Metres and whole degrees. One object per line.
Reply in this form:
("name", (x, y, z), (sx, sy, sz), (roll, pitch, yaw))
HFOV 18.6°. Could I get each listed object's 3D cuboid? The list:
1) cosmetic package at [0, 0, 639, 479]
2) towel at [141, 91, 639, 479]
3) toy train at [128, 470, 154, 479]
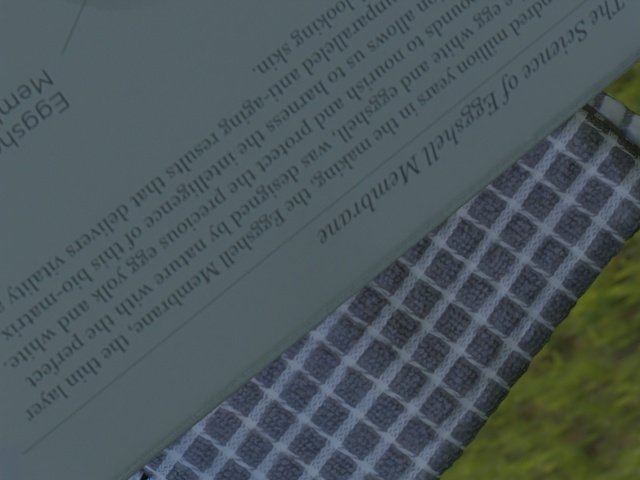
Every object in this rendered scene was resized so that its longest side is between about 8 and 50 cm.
("cosmetic package", (-0.068, -0.085, 0.508), (0.224, 0.224, 0.138), (56, 168, -21))
("towel", (0.000, 0.000, 0.931), (0.235, 0.283, 0.121), (37, -175, 1))
("toy train", (-0.056, 0.142, 1.352), (0.105, 0.184, 0.080), (17, 109, 34))
